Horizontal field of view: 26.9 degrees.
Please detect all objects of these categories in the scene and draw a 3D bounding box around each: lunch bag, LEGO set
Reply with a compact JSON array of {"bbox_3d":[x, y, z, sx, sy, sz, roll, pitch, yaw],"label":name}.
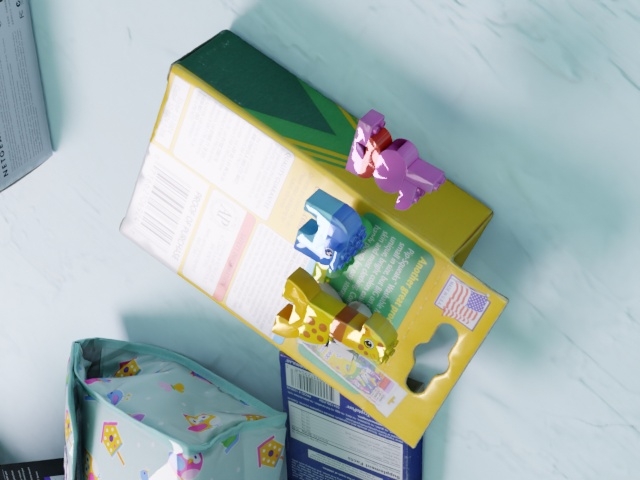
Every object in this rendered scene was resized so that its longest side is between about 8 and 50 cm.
[{"bbox_3d":[-0.171,0.233,1.314,0.262,0.160,0.224,21,115,39],"label":"lunch bag"},{"bbox_3d":[0.030,0.031,0.994,0.093,0.087,0.227,30,133,16],"label":"LEGO set"}]

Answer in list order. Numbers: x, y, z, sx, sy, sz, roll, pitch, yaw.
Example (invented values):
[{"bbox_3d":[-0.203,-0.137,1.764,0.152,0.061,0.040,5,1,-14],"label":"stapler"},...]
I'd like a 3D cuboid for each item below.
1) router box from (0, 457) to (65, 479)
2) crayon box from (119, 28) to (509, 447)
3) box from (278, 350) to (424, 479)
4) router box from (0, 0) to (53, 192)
[{"bbox_3d":[-0.382,0.355,1.527,0.309,0.242,0.081,-54,48,45],"label":"router box"},{"bbox_3d":[0.000,0.000,1.113,0.323,0.083,0.203,36,134,11],"label":"crayon box"},{"bbox_3d":[0.030,0.203,1.264,0.136,0.036,0.225,18,130,25],"label":"box"},{"bbox_3d":[-0.410,-0.237,1.245,0.301,0.082,0.336,16,128,26],"label":"router box"}]
